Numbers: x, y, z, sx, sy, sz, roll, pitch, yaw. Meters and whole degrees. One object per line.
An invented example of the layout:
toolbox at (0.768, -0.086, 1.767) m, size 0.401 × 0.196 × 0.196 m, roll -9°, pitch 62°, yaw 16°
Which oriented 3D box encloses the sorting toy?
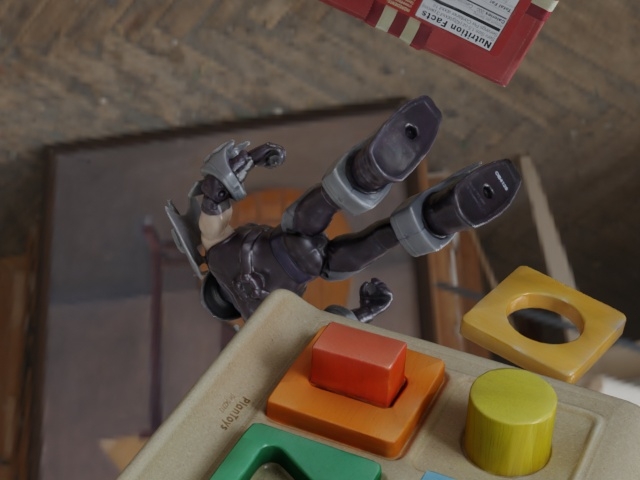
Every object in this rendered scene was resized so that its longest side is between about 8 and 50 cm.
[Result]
sorting toy at (0.034, 0.089, 0.590) m, size 0.196 × 0.348 × 0.047 m, roll 19°, pitch 127°, yaw 16°

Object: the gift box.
gift box at (0.144, -0.331, 1.227) m, size 0.255 × 0.258 × 0.276 m, roll 28°, pitch 129°, yaw -7°

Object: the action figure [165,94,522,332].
action figure at (0.000, 0.000, 1.022) m, size 0.185 × 0.099 × 0.285 m, roll 47°, pitch 136°, yaw -14°
